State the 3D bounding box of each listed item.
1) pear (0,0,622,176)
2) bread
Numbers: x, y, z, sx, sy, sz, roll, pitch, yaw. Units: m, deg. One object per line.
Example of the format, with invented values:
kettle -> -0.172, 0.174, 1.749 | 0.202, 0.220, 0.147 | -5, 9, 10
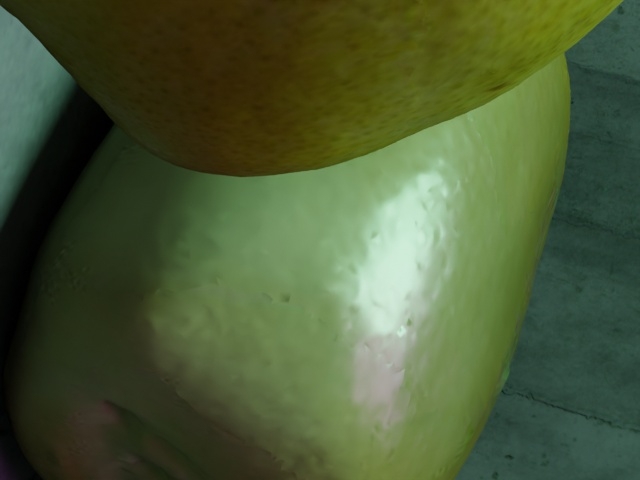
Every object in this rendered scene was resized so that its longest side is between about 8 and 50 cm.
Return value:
pear -> -0.004, -0.180, 0.567 | 0.314, 0.314, 0.314 | 17, 90, -80
bread -> 0.000, 0.000, 1.006 | 0.348, 0.253, 0.376 | 88, 19, -51
